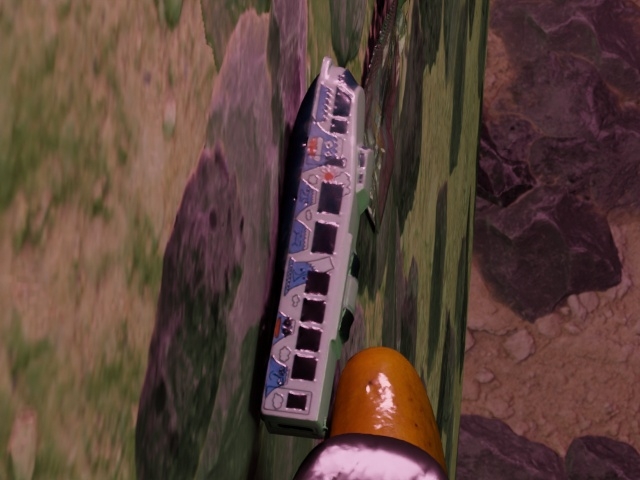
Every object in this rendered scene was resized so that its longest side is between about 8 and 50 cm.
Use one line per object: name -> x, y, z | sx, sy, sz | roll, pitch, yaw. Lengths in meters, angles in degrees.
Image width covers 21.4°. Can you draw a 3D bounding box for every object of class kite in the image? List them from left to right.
kite -> 0.064, -0.186, 1.357 | 0.204, 0.022, 0.361 | 78, 19, -65

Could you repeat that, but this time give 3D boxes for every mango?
mango -> 0.043, 0.164, 1.159 | 0.115, 0.090, 0.178 | 74, 13, -47

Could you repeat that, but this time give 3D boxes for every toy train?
toy train -> 0.000, 0.000, 0.906 | 0.043, 0.047, 0.208 | 76, 21, -69

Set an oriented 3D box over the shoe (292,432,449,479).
shoe -> 0.004, 0.250, 0.873 | 0.137, 0.114, 0.291 | 102, -2, -68
